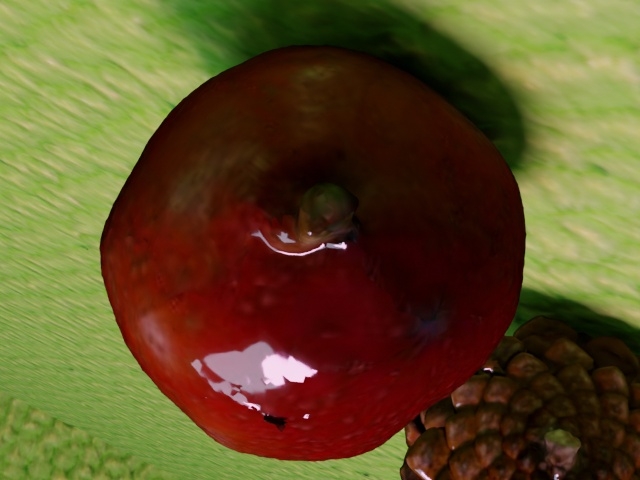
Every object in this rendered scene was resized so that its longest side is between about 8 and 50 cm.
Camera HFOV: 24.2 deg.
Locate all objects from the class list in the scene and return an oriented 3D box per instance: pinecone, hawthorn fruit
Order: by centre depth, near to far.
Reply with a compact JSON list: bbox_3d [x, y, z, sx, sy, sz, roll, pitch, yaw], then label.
[{"bbox_3d":[0.000,0.000,0.574,0.169,0.169,0.188,23,161,3],"label":"hawthorn fruit"},{"bbox_3d":[0.120,0.120,0.801,0.173,0.174,0.173,22,164,6],"label":"pinecone"}]
